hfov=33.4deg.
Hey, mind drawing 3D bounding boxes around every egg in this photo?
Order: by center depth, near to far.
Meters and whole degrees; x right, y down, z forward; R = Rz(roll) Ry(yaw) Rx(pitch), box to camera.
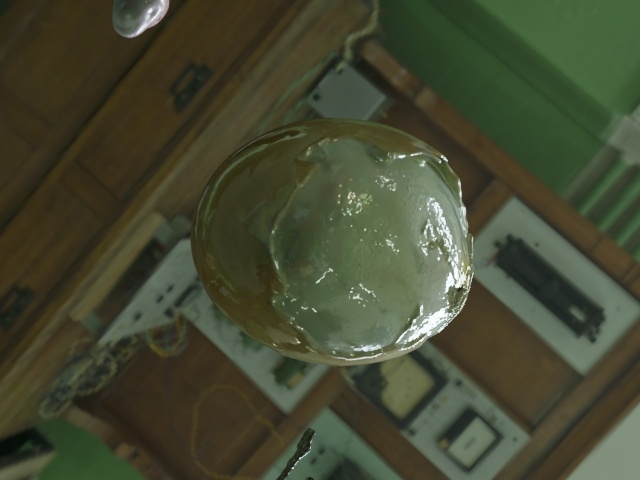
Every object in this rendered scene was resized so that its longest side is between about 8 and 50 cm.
[{"bbox_3d":[0.000,0.000,0.874,0.201,0.244,0.201,-7,99,-49],"label":"egg"}]

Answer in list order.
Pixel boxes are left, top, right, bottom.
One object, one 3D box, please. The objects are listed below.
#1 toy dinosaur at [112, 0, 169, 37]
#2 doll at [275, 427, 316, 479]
[{"bbox_3d":[-0.165,-0.330,1.147,0.177,0.152,0.194,78,30,-63],"label":"toy dinosaur"},{"bbox_3d":[-0.056,0.230,0.866,0.203,0.091,0.286,-46,-178,12],"label":"doll"}]
